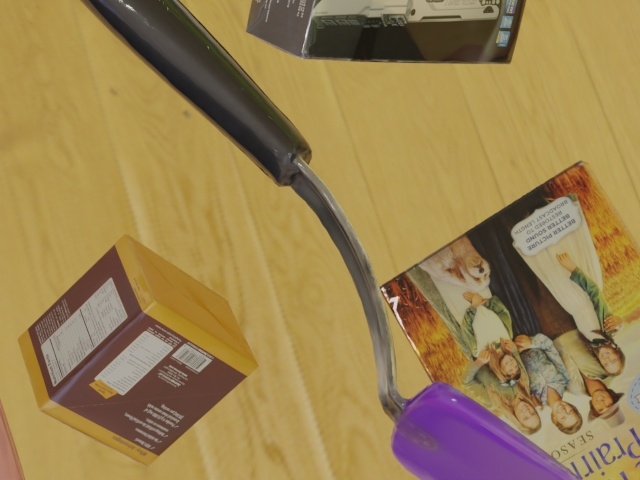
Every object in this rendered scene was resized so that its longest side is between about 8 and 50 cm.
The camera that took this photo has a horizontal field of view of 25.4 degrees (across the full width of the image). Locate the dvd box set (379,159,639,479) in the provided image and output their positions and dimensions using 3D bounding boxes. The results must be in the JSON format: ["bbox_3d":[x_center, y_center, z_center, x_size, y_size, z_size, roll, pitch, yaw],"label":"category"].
[{"bbox_3d":[0.298,0.159,1.722,0.307,0.062,0.420,-32,76,17],"label":"dvd box set"}]

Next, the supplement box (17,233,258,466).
[{"bbox_3d":[-0.219,0.135,1.707,0.194,0.191,0.129,-42,42,11],"label":"supplement box"}]

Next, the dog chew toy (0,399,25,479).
[{"bbox_3d":[-0.285,0.112,0.546,0.332,0.206,0.207,-17,73,-14],"label":"dog chew toy"}]

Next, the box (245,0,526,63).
[{"bbox_3d":[0.083,-0.294,1.100,0.076,0.242,0.307,30,115,41],"label":"box"}]

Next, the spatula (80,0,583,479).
[{"bbox_3d":[0.000,0.000,0.434,0.030,0.084,0.296,-33,76,-19],"label":"spatula"}]
